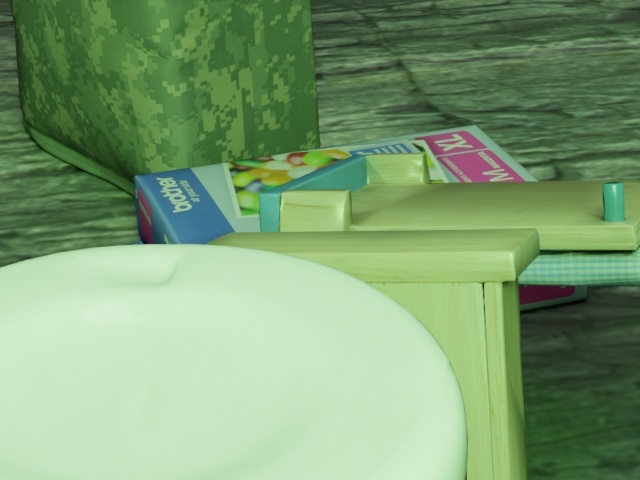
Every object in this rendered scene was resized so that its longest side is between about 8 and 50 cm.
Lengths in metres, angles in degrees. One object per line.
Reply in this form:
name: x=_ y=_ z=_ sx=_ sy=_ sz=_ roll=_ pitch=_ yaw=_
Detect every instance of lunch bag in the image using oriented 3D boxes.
lunch bag: x=-0.144 y=-0.176 z=1.093 sx=0.169 sy=0.235 sz=0.287 roll=-28 pitch=39 yaw=-34

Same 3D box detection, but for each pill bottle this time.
pill bottle: x=-0.043 y=0.158 z=0.409 sx=0.161 sy=0.283 sz=0.161 roll=0 pitch=28 yaw=0

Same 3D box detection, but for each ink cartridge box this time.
ink cartridge box: x=0.000 y=0.000 z=0.948 sx=0.311 sy=0.065 sz=0.186 roll=-12 pitch=29 yaw=-16

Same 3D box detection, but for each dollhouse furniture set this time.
dollhouse furniture set: x=0.113 y=0.069 z=0.692 sx=0.286 sy=0.198 sz=0.303 roll=0 pitch=12 yaw=21
